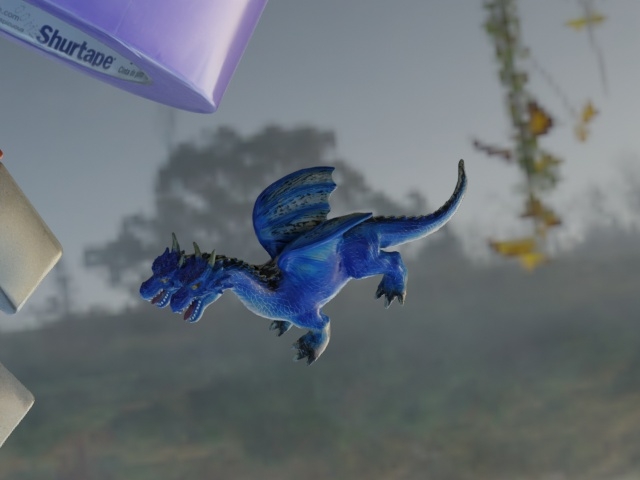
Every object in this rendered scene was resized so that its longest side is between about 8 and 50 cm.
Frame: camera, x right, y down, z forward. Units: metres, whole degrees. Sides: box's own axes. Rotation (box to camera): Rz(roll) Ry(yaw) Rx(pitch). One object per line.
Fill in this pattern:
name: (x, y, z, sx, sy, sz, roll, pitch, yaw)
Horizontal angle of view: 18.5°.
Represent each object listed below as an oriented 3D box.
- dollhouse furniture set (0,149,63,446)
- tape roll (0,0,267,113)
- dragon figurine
dollhouse furniture set: (-0.263, 0.049, 0.999, 0.262, 0.259, 0.135, -11, 125, 47)
tape roll: (-0.113, -0.129, 0.828, 0.189, 0.080, 0.189, 25, 175, 2)
dragon figurine: (0.000, 0.000, 1.568, 0.289, 0.085, 0.144, -33, 133, -6)
